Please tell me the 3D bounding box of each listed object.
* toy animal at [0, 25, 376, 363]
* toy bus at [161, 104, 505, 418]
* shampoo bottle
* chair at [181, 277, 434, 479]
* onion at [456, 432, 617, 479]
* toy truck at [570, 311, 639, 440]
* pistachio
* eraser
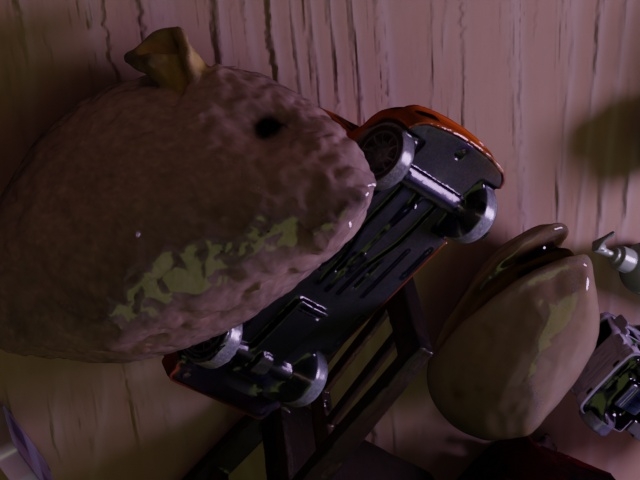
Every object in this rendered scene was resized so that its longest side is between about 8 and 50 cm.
[{"bbox_3d":[-0.139,-0.022,1.530,0.358,0.226,0.188,-23,150,1],"label":"toy animal"},{"bbox_3d":[0.000,0.000,1.645,0.329,0.153,0.143,-46,134,17],"label":"toy bus"},{"bbox_3d":[0.342,0.034,1.879,0.195,0.056,0.056,20,116,-32],"label":"shampoo bottle"},{"bbox_3d":[0.041,0.244,1.793,0.240,0.203,0.416,32,114,-22],"label":"chair"},{"bbox_3d":[0.252,0.361,1.929,0.341,0.341,0.341,-11,129,-14],"label":"onion"},{"bbox_3d":[0.358,0.163,1.941,0.253,0.124,0.114,29,111,-35],"label":"toy truck"},{"bbox_3d":[0.189,0.090,1.801,0.153,0.138,0.238,4,125,-39],"label":"pistachio"},{"bbox_3d":[-0.280,0.207,1.748,0.026,0.065,0.105,-28,130,-2],"label":"eraser"}]
